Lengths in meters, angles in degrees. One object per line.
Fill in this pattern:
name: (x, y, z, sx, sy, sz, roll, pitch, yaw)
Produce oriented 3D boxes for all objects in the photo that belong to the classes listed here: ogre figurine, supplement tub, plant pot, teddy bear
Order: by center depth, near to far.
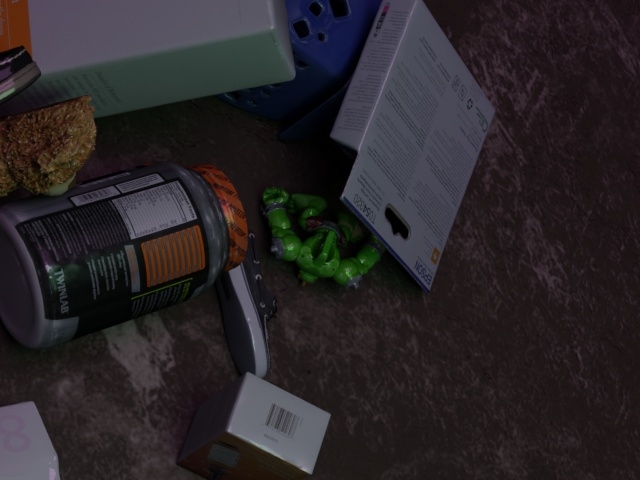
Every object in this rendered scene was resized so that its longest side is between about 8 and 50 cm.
teddy bear: (-0.435, -0.086, 1.808, 0.338, 0.245, 0.113, -16, 102, -9)
supplement tub: (-0.266, 0.009, 1.902, 0.316, 0.193, 0.193, -18, 78, -33)
ogre figurine: (0.000, 0.000, 2.106, 0.197, 0.097, 0.118, 38, 44, -22)
plant pot: (-0.023, -0.296, 2.143, 0.212, 0.236, 0.236, 40, 56, -15)

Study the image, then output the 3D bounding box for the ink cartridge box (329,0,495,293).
ink cartridge box: (0.126, -0.136, 2.122, 0.324, 0.071, 0.330, 46, 61, -52)

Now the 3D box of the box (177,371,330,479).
box: (-0.089, 0.260, 1.901, 0.130, 0.170, 0.091, 28, 57, -15)

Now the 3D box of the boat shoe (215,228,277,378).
boat shoe: (-0.096, 0.085, 2.034, 0.076, 0.080, 0.228, -6, 64, -28)

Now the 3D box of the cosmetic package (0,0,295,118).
cosmetic package: (-0.278, -0.299, 1.913, 0.453, 0.161, 0.230, -11, 71, 6)

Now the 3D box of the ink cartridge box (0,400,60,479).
ink cartridge box: (-0.398, 0.311, 1.739, 0.189, 0.066, 0.232, -9, 46, -31)

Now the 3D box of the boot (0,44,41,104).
boot: (-0.553, -0.252, 1.741, 0.378, 0.138, 0.284, -15, 105, 8)
